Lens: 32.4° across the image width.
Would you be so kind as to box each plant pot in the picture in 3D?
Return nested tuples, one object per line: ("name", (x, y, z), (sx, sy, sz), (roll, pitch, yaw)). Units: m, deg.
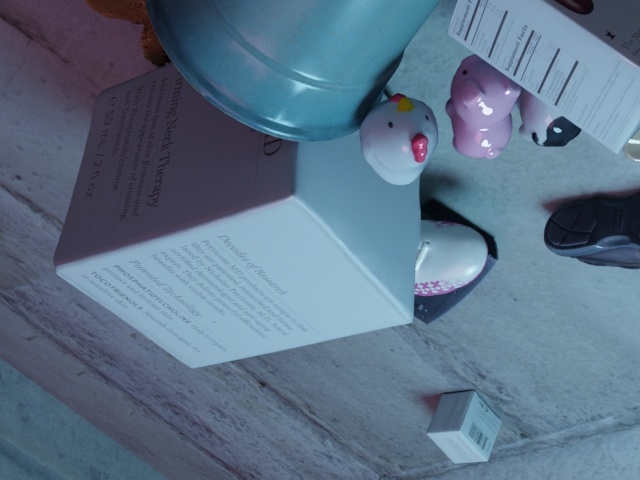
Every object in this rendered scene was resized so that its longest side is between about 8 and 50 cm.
("plant pot", (0.018, -0.348, 1.274), (0.341, 0.341, 0.334), (36, 136, -9))

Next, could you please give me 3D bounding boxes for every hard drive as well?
("hard drive", (0.179, 0.036, 1.844), (0.172, 0.054, 0.255), (33, 144, -3))

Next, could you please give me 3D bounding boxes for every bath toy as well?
("bath toy", (0.217, -0.166, 1.340), (0.129, 0.348, 0.151), (-151, 44, -76))

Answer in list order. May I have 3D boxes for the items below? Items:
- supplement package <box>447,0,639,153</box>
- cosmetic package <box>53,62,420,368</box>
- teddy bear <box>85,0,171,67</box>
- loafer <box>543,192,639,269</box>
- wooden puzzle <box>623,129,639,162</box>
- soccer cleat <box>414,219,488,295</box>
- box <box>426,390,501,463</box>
("supplement package", (0.286, -0.240, 1.225), (0.244, 0.139, 0.134), (38, 152, 13))
("cosmetic package", (-0.101, -0.056, 1.573), (0.393, 0.329, 0.327), (-16, 141, 28))
("teddy bear", (-0.171, -0.327, 1.620), (0.338, 0.113, 0.245), (23, 152, -3))
("loafer", (0.466, -0.009, 1.562), (0.302, 0.109, 0.095), (-1, 154, 45))
("wooden puzzle", (0.499, -0.179, 1.319), (0.221, 0.044, 0.239), (7, 139, 0))
("soccer cleat", (0.095, 0.020, 1.706), (0.331, 0.116, 0.143), (1, 170, 42))
("box", (0.279, 0.363, 2.140), (0.087, 0.102, 0.101), (-16, 125, 44))
